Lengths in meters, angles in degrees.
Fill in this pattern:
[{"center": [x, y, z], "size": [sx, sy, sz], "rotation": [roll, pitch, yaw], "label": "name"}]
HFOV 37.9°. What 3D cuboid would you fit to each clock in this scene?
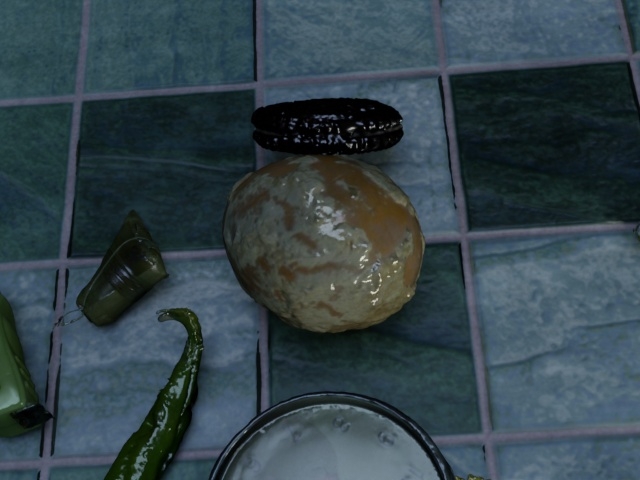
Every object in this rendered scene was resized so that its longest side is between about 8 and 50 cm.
[{"center": [0.011, 0.292, 0.973], "size": [0.280, 0.055, 0.281], "rotation": [-4, 63, 7], "label": "clock"}]

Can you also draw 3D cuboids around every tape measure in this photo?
[{"center": [-0.417, 0.139, 1.061], "size": [0.175, 0.106, 0.200], "rotation": [-20, 62, -9], "label": "tape measure"}]

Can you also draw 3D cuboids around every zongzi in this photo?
[{"center": [-0.266, 0.042, 1.142], "size": [0.154, 0.062, 0.130], "rotation": [-40, 45, 2], "label": "zongzi"}]

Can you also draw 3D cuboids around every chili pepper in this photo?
[{"center": [-0.202, 0.247, 1.011], "size": [0.085, 0.076, 0.359], "rotation": [23, 69, -14], "label": "chili pepper"}]

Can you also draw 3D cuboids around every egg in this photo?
[{"center": [0.000, 0.000, 1.051], "size": [0.245, 0.203, 0.203], "rotation": [21, 67, 26], "label": "egg"}]

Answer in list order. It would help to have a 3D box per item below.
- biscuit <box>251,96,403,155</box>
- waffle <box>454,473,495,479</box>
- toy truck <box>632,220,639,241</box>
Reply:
[{"center": [0.009, -0.140, 1.141], "size": [0.194, 0.194, 0.053], "rotation": [0, 105, 4], "label": "biscuit"}, {"center": [0.160, 0.289, 0.995], "size": [0.085, 0.016, 0.078], "rotation": [-9, 64, -1], "label": "waffle"}, {"center": [0.459, -0.073, 1.014], "size": [0.157, 0.272, 0.124], "rotation": [-40, 67, -22], "label": "toy truck"}]
